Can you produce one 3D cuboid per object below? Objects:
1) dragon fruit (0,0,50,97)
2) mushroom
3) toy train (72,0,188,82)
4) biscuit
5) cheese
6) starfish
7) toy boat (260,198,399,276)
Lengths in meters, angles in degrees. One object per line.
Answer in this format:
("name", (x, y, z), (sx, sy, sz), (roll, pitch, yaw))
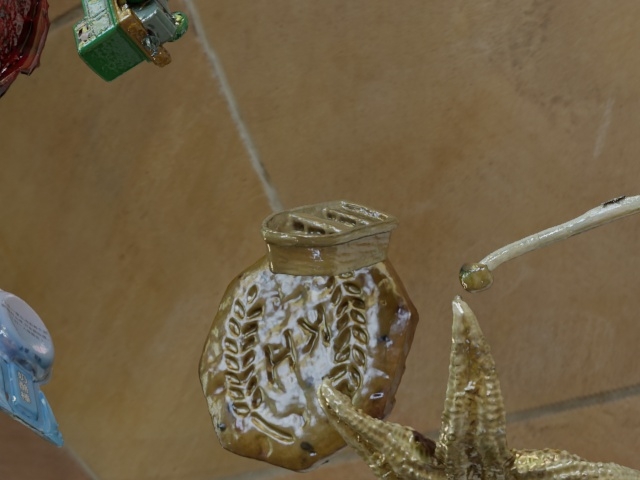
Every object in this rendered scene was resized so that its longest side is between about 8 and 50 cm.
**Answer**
("dragon fruit", (-0.371, -0.247, 1.114), (0.127, 0.161, 0.121), (24, 145, 22))
("mushroom", (0.297, -0.015, 1.168), (0.306, 0.068, 0.043), (-24, 118, -1))
("toy train", (-0.250, -0.290, 1.296), (0.136, 0.091, 0.228), (-33, 48, 8))
("biscuit", (-0.026, 0.146, 1.433), (0.359, 0.046, 0.359), (-15, 61, 28))
("cheese", (-0.356, 0.133, 1.198), (0.052, 0.245, 0.135), (-38, 130, 7))
("starfish", (0.099, 0.157, 0.689), (0.235, 0.062, 0.277), (-8, 130, 24))
("toy boat", (0.000, 0.000, 1.278), (0.116, 0.188, 0.061), (22, 114, 42))
